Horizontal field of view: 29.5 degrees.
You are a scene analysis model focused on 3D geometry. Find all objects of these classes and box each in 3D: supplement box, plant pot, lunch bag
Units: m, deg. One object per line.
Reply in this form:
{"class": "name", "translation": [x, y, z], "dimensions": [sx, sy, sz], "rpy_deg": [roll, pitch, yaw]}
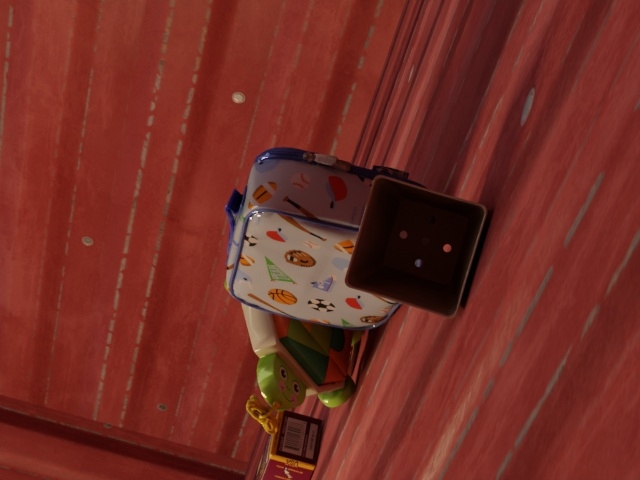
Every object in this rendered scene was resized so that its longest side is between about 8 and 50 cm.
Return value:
{"class": "supplement box", "translation": [-0.062, 0.392, 2.080], "dimensions": [0.104, 0.080, 0.188], "rpy_deg": [-78, 6, -49]}
{"class": "plant pot", "translation": [0.095, 0.003, 1.161], "dimensions": [0.096, 0.109, 0.109], "rpy_deg": [-16, -57, -80]}
{"class": "lunch bag", "translation": [0.000, 0.000, 1.490], "dimensions": [0.303, 0.243, 0.115], "rpy_deg": [111, 173, -62]}

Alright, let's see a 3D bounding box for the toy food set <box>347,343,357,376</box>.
{"class": "toy food set", "translation": [0.038, 0.192, 1.880], "dimensions": [0.083, 0.020, 0.083], "rpy_deg": [110, 174, -55]}

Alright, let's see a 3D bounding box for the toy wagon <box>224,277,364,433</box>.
{"class": "toy wagon", "translation": [-0.032, 0.120, 1.715], "dimensions": [0.068, 0.267, 0.344], "rpy_deg": [-21, 35, 26]}
